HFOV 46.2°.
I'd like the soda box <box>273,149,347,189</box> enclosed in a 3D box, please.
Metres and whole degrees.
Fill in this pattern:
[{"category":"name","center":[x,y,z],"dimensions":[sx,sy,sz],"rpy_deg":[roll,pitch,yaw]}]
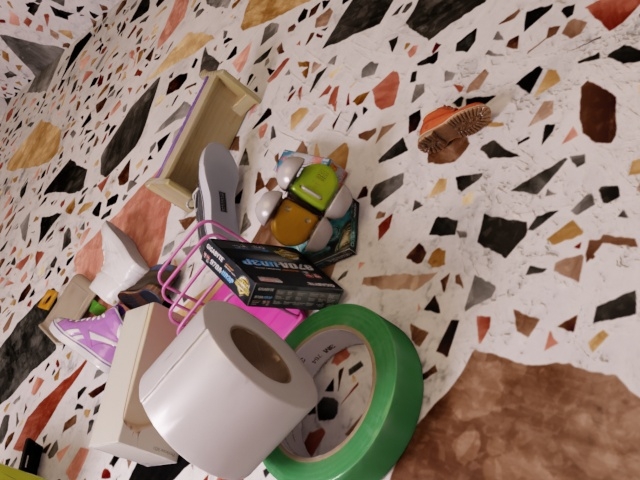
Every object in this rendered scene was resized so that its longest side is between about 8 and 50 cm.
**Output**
[{"category":"soda box","center":[-0.024,-0.152,1.656],"dimensions":[0.183,0.063,0.058],"rpy_deg":[19,77,52]}]

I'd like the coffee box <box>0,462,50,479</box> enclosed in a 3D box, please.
[{"category":"coffee box","center":[-0.820,0.671,1.648],"dimensions":[0.334,0.338,0.338],"rpy_deg":[-9,56,25]}]

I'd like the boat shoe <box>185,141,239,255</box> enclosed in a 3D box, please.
[{"category":"boat shoe","center":[-0.265,-0.097,1.848],"dimensions":[0.105,0.113,0.307],"rpy_deg":[-32,58,38]}]

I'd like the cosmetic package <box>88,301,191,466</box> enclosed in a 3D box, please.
[{"category":"cosmetic package","center":[-0.366,0.310,1.617],"dimensions":[0.113,0.160,0.310],"rpy_deg":[-20,51,38]}]

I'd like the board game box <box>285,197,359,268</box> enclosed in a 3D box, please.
[{"category":"board game box","center":[0.000,0.000,1.547],"dimensions":[0.186,0.026,0.126],"rpy_deg":[-24,47,36]}]

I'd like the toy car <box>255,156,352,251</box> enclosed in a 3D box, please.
[{"category":"toy car","center":[-0.033,-0.069,1.516],"dimensions":[0.182,0.159,0.136],"rpy_deg":[-59,0,-4]}]

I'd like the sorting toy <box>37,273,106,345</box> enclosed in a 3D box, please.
[{"category":"sorting toy","center":[-0.722,0.203,2.188],"dimensions":[0.347,0.047,0.196],"rpy_deg":[22,74,50]}]

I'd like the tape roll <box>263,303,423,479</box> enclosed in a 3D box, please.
[{"category":"tape roll","center":[0.024,0.268,1.280],"dimensions":[0.321,0.077,0.321],"rpy_deg":[-28,45,33]}]

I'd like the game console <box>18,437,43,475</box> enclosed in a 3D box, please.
[{"category":"game console","center":[-0.768,0.587,1.937],"dimensions":[0.071,0.107,0.122],"rpy_deg":[-9,53,11]}]

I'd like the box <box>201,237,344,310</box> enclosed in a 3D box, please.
[{"category":"box","center":[-0.090,0.065,1.417],"dimensions":[0.175,0.220,0.051],"rpy_deg":[39,113,43]}]

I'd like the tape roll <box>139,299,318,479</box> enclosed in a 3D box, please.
[{"category":"tape roll","center":[-0.148,0.241,1.227],"dimensions":[0.169,0.246,0.246],"rpy_deg":[-49,37,11]}]

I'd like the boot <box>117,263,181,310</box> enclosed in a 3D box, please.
[{"category":"boot","center":[-0.436,0.122,1.926],"dimensions":[0.219,0.082,0.106],"rpy_deg":[-11,34,49]}]

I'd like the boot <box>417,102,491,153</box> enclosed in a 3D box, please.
[{"category":"boot","center":[0.251,-0.233,1.416],"dimensions":[0.157,0.059,0.085],"rpy_deg":[-22,44,38]}]

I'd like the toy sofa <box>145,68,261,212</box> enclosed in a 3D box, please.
[{"category":"toy sofa","center":[-0.323,-0.266,2.003],"dimensions":[0.177,0.150,0.363],"rpy_deg":[7,69,49]}]

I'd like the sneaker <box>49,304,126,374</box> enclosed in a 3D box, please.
[{"category":"sneaker","center":[-0.582,0.229,1.960],"dimensions":[0.282,0.102,0.161],"rpy_deg":[22,77,35]}]

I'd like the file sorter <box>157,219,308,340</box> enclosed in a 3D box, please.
[{"category":"file sorter","center":[-0.199,0.120,1.549],"dimensions":[0.202,0.182,0.291],"rpy_deg":[-50,37,10]}]

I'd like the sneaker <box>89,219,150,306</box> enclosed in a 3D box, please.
[{"category":"sneaker","center":[-0.589,0.067,2.090],"dimensions":[0.169,0.108,0.292],"rpy_deg":[-50,38,4]}]
